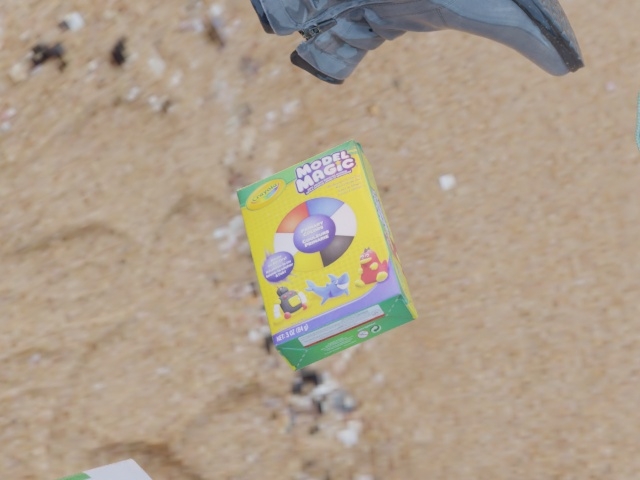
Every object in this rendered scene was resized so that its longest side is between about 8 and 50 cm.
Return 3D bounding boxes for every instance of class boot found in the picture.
[{"bbox_3d":[0.093,-0.229,1.884,0.338,0.223,0.118,37,26,-33],"label":"boot"}]

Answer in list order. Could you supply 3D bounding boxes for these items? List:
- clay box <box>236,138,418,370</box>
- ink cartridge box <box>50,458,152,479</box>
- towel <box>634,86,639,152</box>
[{"bbox_3d":[0.000,0.000,1.748,0.053,0.127,0.222,55,15,-50],"label":"clay box"},{"bbox_3d":[-0.224,0.299,1.339,0.117,0.201,0.278,45,102,12],"label":"ink cartridge box"},{"bbox_3d":[0.250,-0.205,0.790,0.038,0.248,0.325,35,61,25],"label":"towel"}]
